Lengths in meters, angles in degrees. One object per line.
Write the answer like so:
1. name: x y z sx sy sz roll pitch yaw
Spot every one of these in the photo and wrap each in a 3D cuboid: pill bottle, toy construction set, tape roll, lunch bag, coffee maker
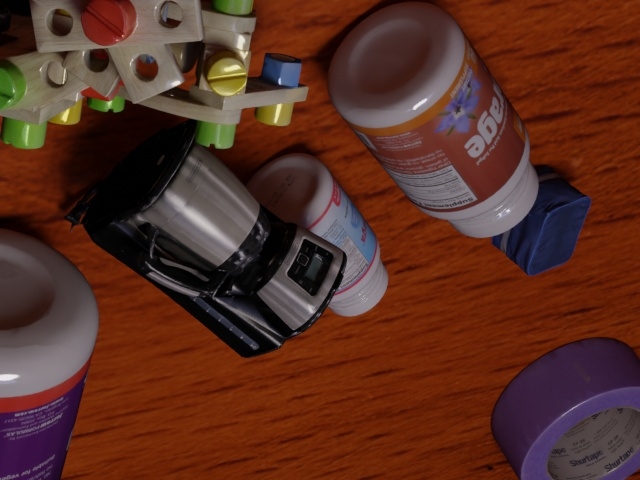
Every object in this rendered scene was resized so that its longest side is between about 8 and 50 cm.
1. pill bottle: 0.000 0.000 1.349 0.087 0.087 0.160 -33 138 5
2. pill bottle: -0.300 0.157 1.273 0.182 0.181 0.323 -2 132 -26
3. toy construction set: -0.136 -0.126 1.026 0.215 0.328 0.151 14 94 7
4. tape roll: 0.293 0.203 1.704 0.189 0.080 0.189 -15 137 -15
5. lunch bag: 0.207 -0.019 1.458 0.067 0.065 0.098 -18 138 -35
6. pill bottle: 0.105 -0.094 1.289 0.121 0.121 0.216 -36 138 7
7. coffee maker: -0.089 0.000 1.226 0.178 0.171 0.120 41 79 -22
